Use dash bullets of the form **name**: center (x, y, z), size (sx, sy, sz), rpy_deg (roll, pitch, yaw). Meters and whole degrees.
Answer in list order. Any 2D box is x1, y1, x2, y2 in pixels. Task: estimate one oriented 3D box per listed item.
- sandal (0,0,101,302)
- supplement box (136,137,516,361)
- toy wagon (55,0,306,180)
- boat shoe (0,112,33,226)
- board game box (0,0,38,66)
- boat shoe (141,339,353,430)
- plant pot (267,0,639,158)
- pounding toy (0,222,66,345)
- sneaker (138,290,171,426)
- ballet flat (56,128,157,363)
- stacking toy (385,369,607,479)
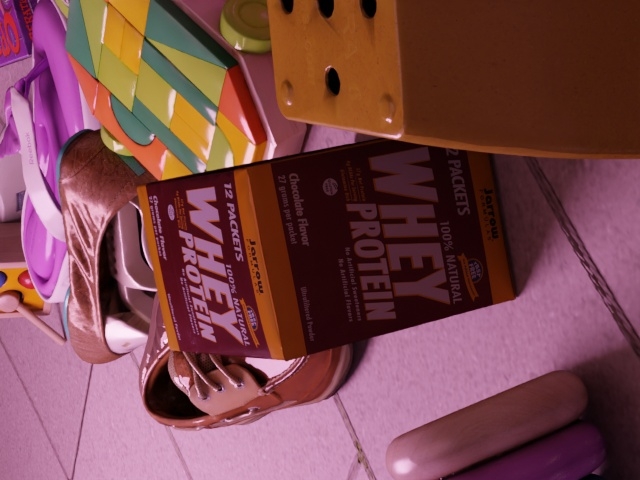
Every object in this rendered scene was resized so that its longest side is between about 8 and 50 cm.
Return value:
- **sandal**: center (-0.308, -0.079, 1.592), size (0.169, 0.102, 0.416), rpy_deg (50, 144, 38)
- **supplement box**: center (0.000, 0.000, 1.039), size (0.194, 0.191, 0.129), rpy_deg (-4, 98, 61)
- **toy wagon**: center (-0.151, -0.165, 1.300), size (0.344, 0.068, 0.267), rpy_deg (43, 144, 19)
- **boat shoe**: center (-0.396, -0.095, 1.852), size (0.081, 0.079, 0.227), rpy_deg (56, 149, 27)
- **board game box**: center (-0.436, -0.322, 1.850), size (0.347, 0.056, 0.208), rpy_deg (0, 111, 62)
- **boat shoe**: center (-0.075, 0.111, 1.300), size (0.324, 0.120, 0.123), rpy_deg (-44, 62, 58)
- **plant pot**: center (0.081, -0.149, 0.834), size (0.212, 0.187, 0.212), rpy_deg (19, 117, 59)
- **pounding toy**: center (-0.397, 0.060, 1.887), size (0.141, 0.130, 0.100), rpy_deg (108, 151, -44)
- **sneaker**: center (-0.143, 0.128, 1.493), size (0.071, 0.066, 0.188), rpy_deg (39, 135, 42)
- **ballet flat**: center (-0.204, 0.033, 1.524), size (0.124, 0.116, 0.342), rpy_deg (28, 137, 22)
- **stacking toy**: center (0.164, 0.257, 0.921), size (0.141, 0.141, 0.330), rpy_deg (-39, 72, 60)
